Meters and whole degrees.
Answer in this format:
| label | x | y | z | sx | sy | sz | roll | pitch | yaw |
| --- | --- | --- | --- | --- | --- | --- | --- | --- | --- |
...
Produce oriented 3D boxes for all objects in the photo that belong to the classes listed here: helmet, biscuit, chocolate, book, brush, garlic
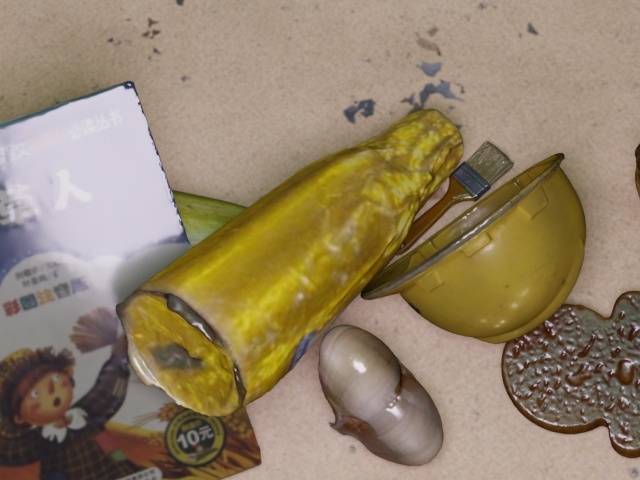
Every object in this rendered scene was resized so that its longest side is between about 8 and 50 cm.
| label | x | y | z | sx | sy | sz | roll | pitch | yaw |
| --- | --- | --- | --- | --- | --- | --- | --- | --- | --- |
| helmet | 0.184 | 0.032 | 1.809 | 0.257 | 0.205 | 0.140 | -38 | 93 | 9 |
| biscuit | 0.309 | 0.138 | 1.835 | 0.236 | 0.039 | 0.179 | 6 | 74 | 4 |
| chocolate | 0.000 | 0.000 | 1.768 | 0.162 | 0.162 | 0.445 | 41 | 54 | 13 |
| book | -0.264 | 0.082 | 1.774 | 0.300 | 0.039 | 0.427 | -20 | 100 | -5 |
| brush | 0.140 | -0.042 | 1.913 | 0.170 | 0.014 | 0.043 | -43 | 72 | -10 |
| garlic | 0.054 | 0.158 | 1.784 | 0.099 | 0.124 | 0.174 | -47 | 121 | -10 |

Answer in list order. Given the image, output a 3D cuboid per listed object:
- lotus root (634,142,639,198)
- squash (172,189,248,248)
| label | x | y | z | sx | sy | sz | roll | pitch | yaw |
| --- | --- | --- | --- | --- | --- | --- | --- | --- | --- |
| lotus root | 0.432 | -0.011 | 1.854 | 0.110 | 0.097 | 0.258 | -41 | 83 | -4 |
| squash | -0.134 | -0.009 | 1.856 | 0.288 | 0.137 | 0.137 | -2 | 72 | -3 |
